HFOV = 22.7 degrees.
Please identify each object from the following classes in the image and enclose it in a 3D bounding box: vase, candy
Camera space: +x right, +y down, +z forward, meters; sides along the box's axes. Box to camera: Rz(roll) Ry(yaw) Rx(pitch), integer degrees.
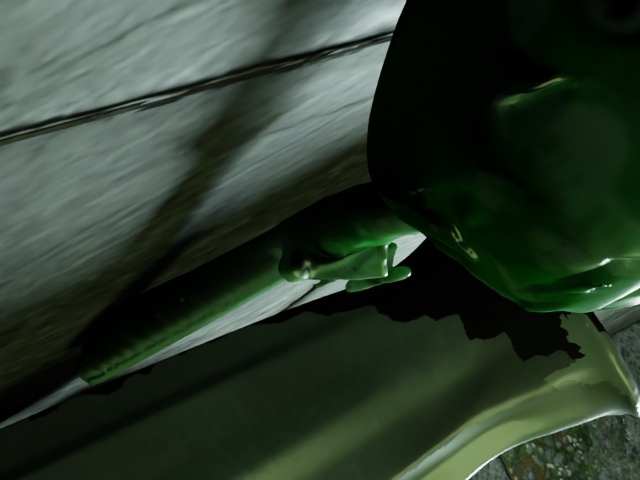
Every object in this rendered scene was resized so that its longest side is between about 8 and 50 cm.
[{"bbox_3d":[-0.056,0.110,0.628,0.360,0.165,0.165,-32,170,3],"label":"vase"},{"bbox_3d":[0.002,0.000,0.447,0.097,0.097,0.323,-20,176,-36],"label":"candy"}]
